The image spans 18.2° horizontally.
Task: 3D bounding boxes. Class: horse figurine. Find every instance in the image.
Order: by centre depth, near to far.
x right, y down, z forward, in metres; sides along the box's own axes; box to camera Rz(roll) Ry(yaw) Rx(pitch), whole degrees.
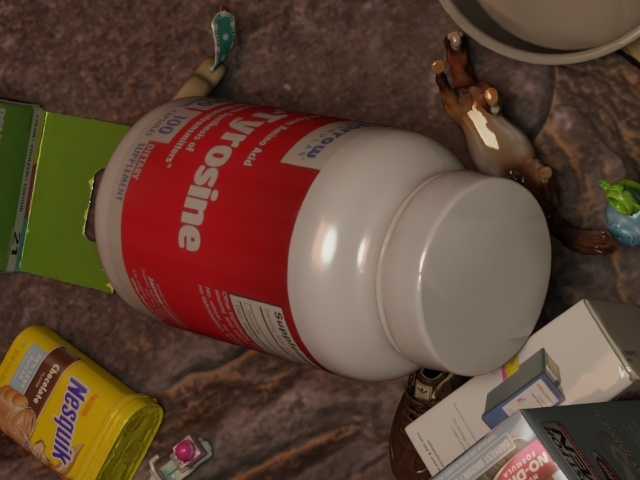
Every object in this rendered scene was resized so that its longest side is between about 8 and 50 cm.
[{"bbox_3d":[0.174,-0.082,1.849,0.066,0.174,0.263,-34,86,3],"label":"horse figurine"}]

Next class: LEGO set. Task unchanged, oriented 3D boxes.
[{"bbox_3d":[-0.094,0.334,1.979,0.287,0.107,0.132,47,108,21],"label":"LEGO set"}]

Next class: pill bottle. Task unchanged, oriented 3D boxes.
[{"bbox_3d":[0.000,0.000,1.824,0.407,0.229,0.229,12,93,44],"label":"pill bottle"}]

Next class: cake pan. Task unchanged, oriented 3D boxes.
[{"bbox_3d":[0.234,-0.308,1.871,0.293,0.054,0.293,-1,87,27],"label":"cake pan"}]

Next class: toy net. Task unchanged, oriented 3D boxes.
[{"bbox_3d":[0.346,0.019,1.768,0.232,0.122,0.045,37,75,16],"label":"toy net"}]

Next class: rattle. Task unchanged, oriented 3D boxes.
[{"bbox_3d":[-0.099,-0.121,2.027,0.142,0.130,0.200,34,76,14],"label":"rattle"}]

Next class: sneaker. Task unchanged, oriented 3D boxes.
[{"bbox_3d":[0.100,0.146,1.908,0.066,0.071,0.188,21,97,26],"label":"sneaker"}]

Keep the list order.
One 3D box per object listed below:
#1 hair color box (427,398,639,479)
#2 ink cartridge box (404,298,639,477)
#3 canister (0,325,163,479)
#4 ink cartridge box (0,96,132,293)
[{"bbox_3d":[0.202,0.231,1.680,0.185,0.374,0.114,-41,71,20],"label":"hair color box"},{"bbox_3d":[0.206,0.148,1.806,0.212,0.154,0.093,-37,71,22],"label":"ink cartridge box"},{"bbox_3d":[-0.264,0.181,2.094,0.170,0.073,0.126,33,102,26],"label":"canister"},{"bbox_3d":[-0.334,-0.057,2.128,0.255,0.097,0.189,11,93,28],"label":"ink cartridge box"}]
